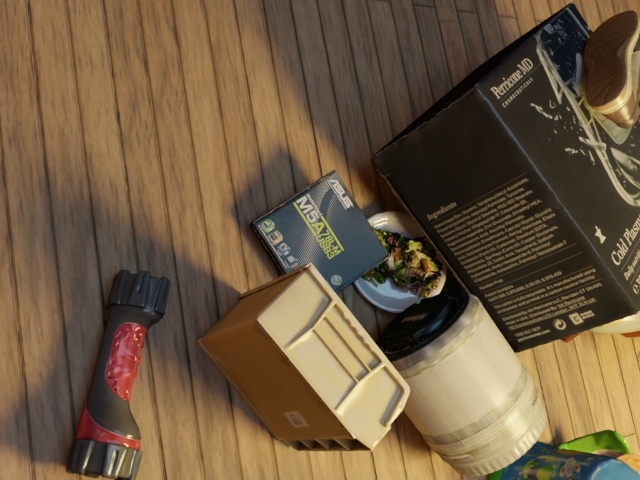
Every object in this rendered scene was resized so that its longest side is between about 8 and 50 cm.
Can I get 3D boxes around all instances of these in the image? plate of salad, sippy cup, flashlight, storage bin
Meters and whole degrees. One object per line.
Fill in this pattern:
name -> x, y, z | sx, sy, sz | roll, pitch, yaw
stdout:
plate of salad -> 0.150, 0.037, 1.432 | 0.200, 0.048, 0.199 | 4, 73, -14
sippy cup -> 0.466, 0.485, 1.396 | 0.240, 0.224, 0.305 | 20, 66, -24
flashlight -> -0.288, 0.196, 1.123 | 0.103, 0.103, 0.304 | 20, 67, -22
storage bin -> -0.032, 0.196, 1.175 | 0.123, 0.262, 0.260 | -43, 98, -31

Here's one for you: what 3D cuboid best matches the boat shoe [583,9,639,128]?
boat shoe -> 0.551, -0.315, 1.398 | 0.092, 0.103, 0.285 | 46, 44, -27

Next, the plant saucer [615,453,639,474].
plant saucer -> 0.648, 0.551, 1.590 | 0.200, 0.037, 0.199 | 9, 71, -28

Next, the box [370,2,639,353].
box -> 0.432, -0.129, 1.476 | 0.471, 0.297, 0.480 | 52, 48, -5

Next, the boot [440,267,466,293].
boot -> 0.325, 0.102, 1.531 | 0.198, 0.077, 0.137 | 48, 46, -11

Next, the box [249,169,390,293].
box -> 0.000, 0.000, 1.355 | 0.184, 0.045, 0.190 | -33, 92, -15

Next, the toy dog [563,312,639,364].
toy dog -> 0.655, 0.196, 1.621 | 0.334, 0.161, 0.220 | 31, 17, 13

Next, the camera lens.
camera lens -> 0.240, 0.243, 1.335 | 0.219, 0.219, 0.274 | -41, 101, -32
